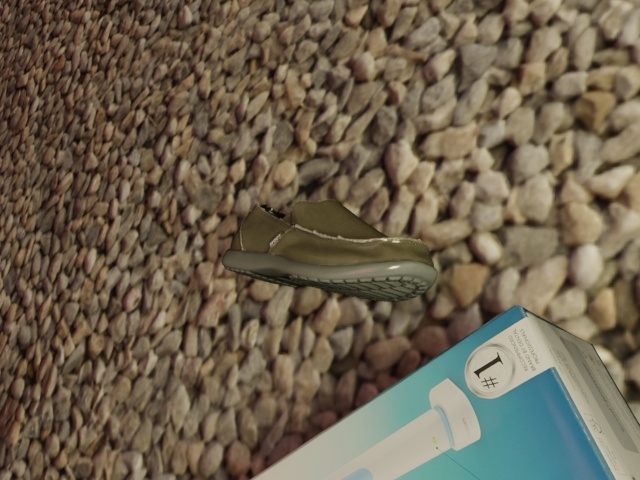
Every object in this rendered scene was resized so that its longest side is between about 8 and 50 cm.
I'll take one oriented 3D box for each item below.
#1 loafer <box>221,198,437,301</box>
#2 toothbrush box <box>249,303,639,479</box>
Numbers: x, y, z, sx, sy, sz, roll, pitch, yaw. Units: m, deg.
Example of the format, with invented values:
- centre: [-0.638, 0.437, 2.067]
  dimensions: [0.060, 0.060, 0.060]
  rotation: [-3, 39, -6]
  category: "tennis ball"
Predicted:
- centre: [0.000, 0.000, 0.673]
  dimensions: [0.251, 0.094, 0.088]
  rotation: [5, 79, 44]
  category: "loafer"
- centre: [0.081, 0.218, 0.473]
  dimensions: [0.295, 0.126, 0.216]
  rotation: [-39, 50, 22]
  category: "toothbrush box"
